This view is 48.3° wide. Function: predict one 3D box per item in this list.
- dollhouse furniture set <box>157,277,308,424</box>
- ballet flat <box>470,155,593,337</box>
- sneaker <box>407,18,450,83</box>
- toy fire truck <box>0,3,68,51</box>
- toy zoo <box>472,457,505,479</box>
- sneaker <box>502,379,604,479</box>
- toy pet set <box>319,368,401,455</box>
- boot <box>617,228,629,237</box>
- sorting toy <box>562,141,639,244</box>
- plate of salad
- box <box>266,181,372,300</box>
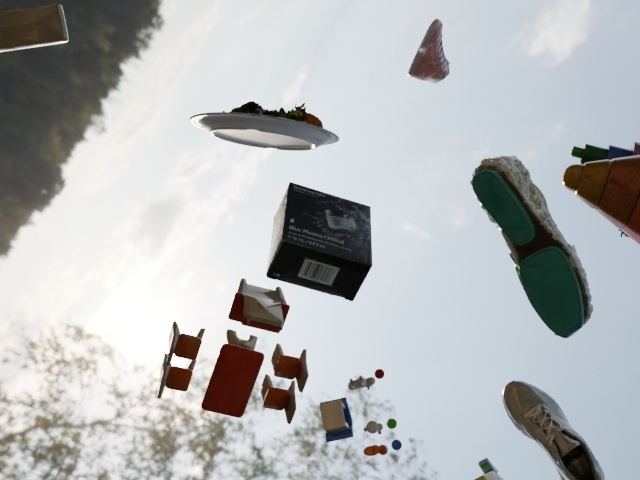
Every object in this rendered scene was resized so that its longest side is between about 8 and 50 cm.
[{"bbox_3d":[-0.144,0.212,1.295,0.135,0.261,0.259,-104,-149,-64],"label":"dollhouse furniture set"},{"bbox_3d":[0.463,-0.004,1.488,0.146,0.409,0.147,-27,179,-1],"label":"ballet flat"},{"bbox_3d":[0.209,-0.334,1.279,0.134,0.070,0.051,113,1,-58],"label":"sneaker"},{"bbox_3d":[-0.415,-0.277,0.748,0.158,0.246,0.217,16,-72,32],"label":"toy fire truck"},{"bbox_3d":[0.365,0.545,1.326,0.030,0.192,0.293,-34,-124,14],"label":"toy zoo"},{"bbox_3d":[0.459,0.376,1.393,0.099,0.121,0.262,-38,-113,-3],"label":"sneaker"},{"bbox_3d":[0.059,0.270,1.076,0.114,0.065,0.122,-15,-118,7],"label":"toy pet set"},{"bbox_3d":[0.515,-0.041,1.102,0.121,0.099,0.045,-10,-118,26],"label":"boot"},{"bbox_3d":[0.328,-0.073,0.793,0.365,0.126,0.127,-38,143,-69],"label":"sorting toy"},{"bbox_3d":[-0.073,-0.155,0.948,0.199,0.199,0.048,6,-91,59],"label":"plate of salad"},{"bbox_3d":[0.000,0.000,1.214,0.158,0.155,0.093,-87,-162,-49],"label":"box"}]
